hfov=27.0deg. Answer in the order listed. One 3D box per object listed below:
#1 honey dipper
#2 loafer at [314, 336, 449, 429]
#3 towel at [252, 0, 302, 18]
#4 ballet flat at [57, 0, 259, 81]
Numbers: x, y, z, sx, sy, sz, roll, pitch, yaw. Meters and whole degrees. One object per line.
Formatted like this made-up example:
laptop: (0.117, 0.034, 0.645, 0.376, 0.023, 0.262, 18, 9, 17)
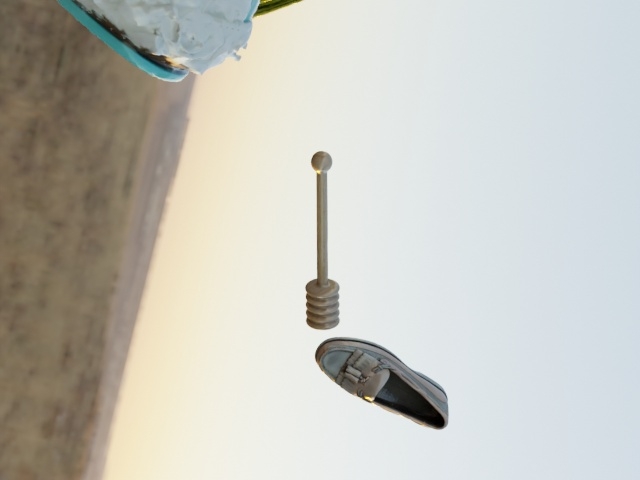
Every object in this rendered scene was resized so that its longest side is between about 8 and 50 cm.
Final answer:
honey dipper: (0.000, 0.000, 1.111, 0.030, 0.030, 0.161, -90, 178, -62)
loafer: (0.054, 0.117, 1.086, 0.045, 0.125, 0.039, -57, -160, 18)
towel: (0.041, -0.186, 0.904, 0.102, 0.237, 0.021, -10, -77, 44)
ballet flat: (-0.182, -0.249, 0.696, 0.147, 0.409, 0.147, -53, 180, 1)
